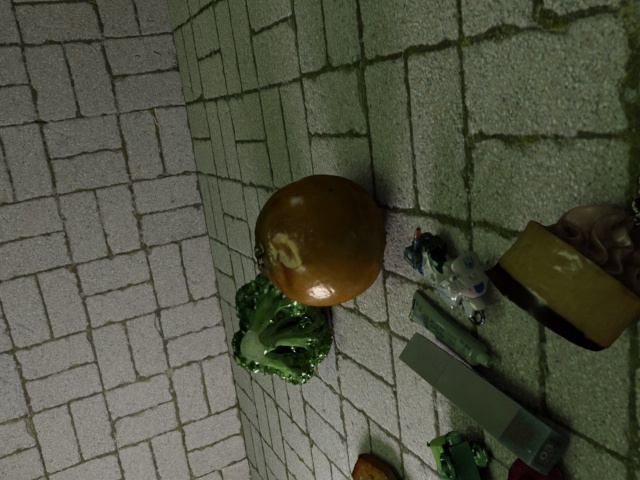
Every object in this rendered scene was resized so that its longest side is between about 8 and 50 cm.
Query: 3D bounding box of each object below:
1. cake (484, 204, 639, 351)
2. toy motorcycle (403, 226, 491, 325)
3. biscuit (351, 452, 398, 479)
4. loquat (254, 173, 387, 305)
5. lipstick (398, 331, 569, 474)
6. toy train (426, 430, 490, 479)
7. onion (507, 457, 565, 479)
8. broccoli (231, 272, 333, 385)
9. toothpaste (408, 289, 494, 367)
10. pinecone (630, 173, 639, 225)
[{"bbox_3d":[0.357,0.031,0.759,0.178,0.207,0.185,-61,40,18],"label":"cake"},{"bbox_3d":[0.251,0.058,1.090,0.221,0.102,0.150,49,156,44],"label":"toy motorcycle"},{"bbox_3d":[0.196,0.804,1.643,0.359,0.046,0.360,39,136,52],"label":"biscuit"},{"bbox_3d":[0.000,0.000,1.337,0.328,0.328,0.329,40,137,52],"label":"loquat"},{"bbox_3d":[0.301,0.304,1.097,0.080,0.076,0.371,-56,34,-1],"label":"lipstick"},{"bbox_3d":[0.313,0.538,1.216,0.157,0.105,0.254,132,119,-74],"label":"toy train"},{"bbox_3d":[0.387,0.440,1.004,0.107,0.097,0.107,-13,74,52],"label":"onion"},{"bbox_3d":[-0.128,0.281,1.766,0.414,0.320,0.310,-56,22,31],"label":"broccoli"},{"bbox_3d":[0.268,0.192,1.179,0.268,0.047,0.069,38,154,57],"label":"toothpaste"},{"bbox_3d":[0.420,-0.044,0.598,0.163,0.165,0.163,172,90,-73],"label":"pinecone"}]
